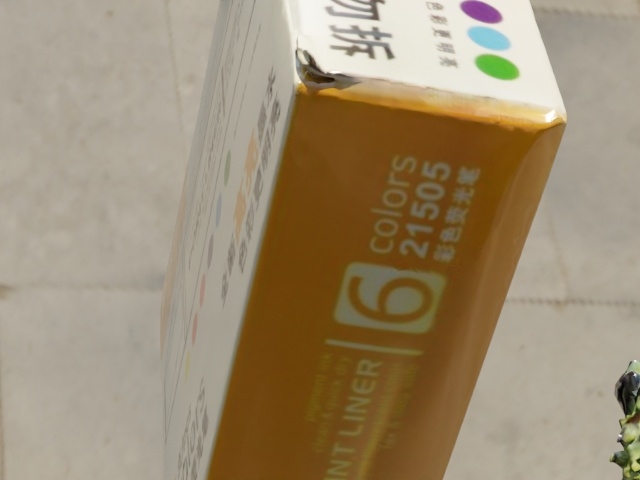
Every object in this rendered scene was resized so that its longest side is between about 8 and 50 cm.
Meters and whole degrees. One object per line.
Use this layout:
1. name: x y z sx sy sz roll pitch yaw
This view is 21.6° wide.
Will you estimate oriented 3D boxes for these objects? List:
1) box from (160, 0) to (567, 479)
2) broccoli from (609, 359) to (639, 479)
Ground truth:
1. box: 0.000 0.000 0.628 0.091 0.273 0.220 7 35 -10
2. broccoli: 0.093 0.088 0.447 0.097 0.092 0.095 48 66 -32
